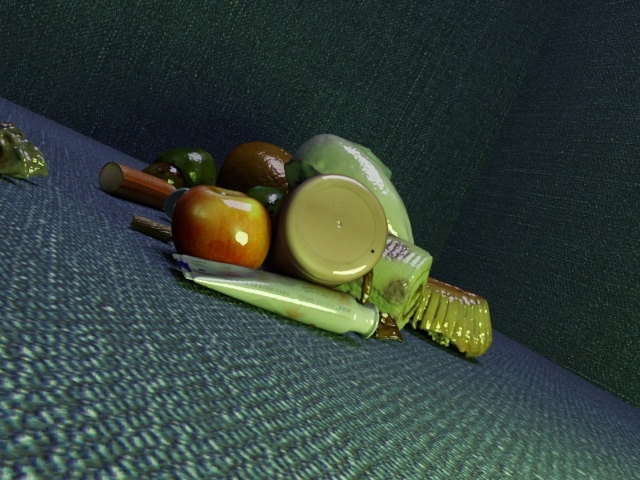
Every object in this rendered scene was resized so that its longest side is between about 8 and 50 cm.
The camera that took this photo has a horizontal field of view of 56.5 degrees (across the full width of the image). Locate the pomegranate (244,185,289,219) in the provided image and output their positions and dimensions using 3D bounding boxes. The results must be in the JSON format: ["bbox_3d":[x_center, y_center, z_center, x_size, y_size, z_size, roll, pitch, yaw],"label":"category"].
[{"bbox_3d":[-0.152,-0.042,1.461,0.180,0.180,0.209,27,23,21],"label":"pomegranate"}]

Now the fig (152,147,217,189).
[{"bbox_3d":[-0.413,-0.171,1.890,0.203,0.203,0.235,20,46,-67],"label":"fig"}]

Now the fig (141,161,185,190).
[{"bbox_3d":[-0.450,-0.161,1.630,0.154,0.103,0.109,-10,16,-32],"label":"fig"}]

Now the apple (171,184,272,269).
[{"bbox_3d":[-0.156,-0.010,0.937,0.163,0.139,0.163,13,12,-3],"label":"apple"}]

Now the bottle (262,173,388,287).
[{"bbox_3d":[0.000,0.000,1.038,0.173,0.206,0.297,52,-21,1],"label":"bottle"}]

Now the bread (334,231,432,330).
[{"bbox_3d":[0.055,0.049,1.273,0.338,0.155,0.187,29,-38,25],"label":"bread"}]

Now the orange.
[{"bbox_3d":[-0.192,-0.176,2.079,0.357,0.322,0.322,36,8,40],"label":"orange"}]

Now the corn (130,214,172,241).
[{"bbox_3d":[-0.283,-0.020,1.022,0.083,0.028,0.027,25,-18,-21],"label":"corn"}]

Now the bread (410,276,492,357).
[{"bbox_3d":[0.310,0.183,1.496,0.274,0.149,0.274,21,7,-3],"label":"bread"}]

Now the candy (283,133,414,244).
[{"bbox_3d":[0.073,-0.054,1.464,0.186,0.386,0.427,-22,48,-27],"label":"candy"}]

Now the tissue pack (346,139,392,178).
[{"bbox_3d":[0.059,-0.092,1.849,0.162,0.388,0.287,25,1,23],"label":"tissue pack"}]

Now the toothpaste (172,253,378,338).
[{"bbox_3d":[-0.058,0.080,0.875,0.323,0.066,0.100,20,9,-28],"label":"toothpaste"}]

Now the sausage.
[{"bbox_3d":[-0.408,-0.120,1.390,0.071,0.071,0.234,27,2,24],"label":"sausage"}]

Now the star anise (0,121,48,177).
[{"bbox_3d":[-0.524,-0.157,0.937,0.212,0.073,0.197,29,5,8],"label":"star anise"}]

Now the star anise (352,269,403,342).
[{"bbox_3d":[0.091,0.100,1.079,0.158,0.144,0.140,26,-6,21],"label":"star anise"}]

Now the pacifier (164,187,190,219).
[{"bbox_3d":[-0.271,-0.052,1.320,0.150,0.127,0.117,8,46,-22],"label":"pacifier"}]
